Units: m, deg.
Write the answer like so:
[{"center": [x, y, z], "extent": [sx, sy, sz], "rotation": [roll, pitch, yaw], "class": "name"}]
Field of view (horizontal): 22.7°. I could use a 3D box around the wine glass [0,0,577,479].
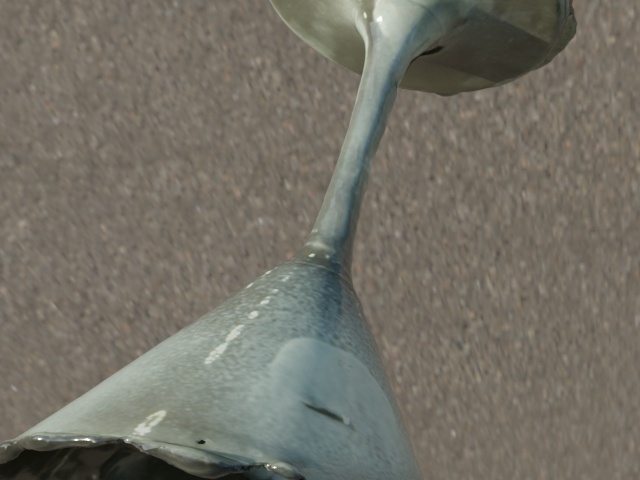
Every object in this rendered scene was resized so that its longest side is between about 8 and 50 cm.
[{"center": [0.000, 0.000, 0.391], "extent": [0.122, 0.122, 0.183], "rotation": [7, 57, 15], "class": "wine glass"}]
